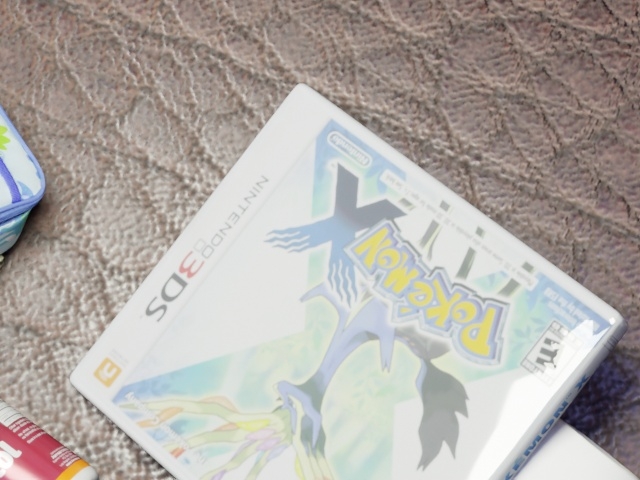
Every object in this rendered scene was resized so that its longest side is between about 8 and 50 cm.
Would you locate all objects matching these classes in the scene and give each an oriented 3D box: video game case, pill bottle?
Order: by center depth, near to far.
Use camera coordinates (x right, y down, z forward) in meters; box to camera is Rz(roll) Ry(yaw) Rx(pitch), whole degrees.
[{"bbox_3d":[0.012,0.085,1.467,0.329,0.036,0.300,38,90,26],"label":"video game case"},{"bbox_3d":[-0.252,0.169,1.499,0.152,0.086,0.086,35,82,9],"label":"pill bottle"}]

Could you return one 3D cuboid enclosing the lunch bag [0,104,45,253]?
[{"bbox_3d":[-0.328,-0.077,1.520,0.176,0.090,0.219,-21,70,-37],"label":"lunch bag"}]

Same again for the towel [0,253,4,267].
[{"bbox_3d":[-0.450,0.024,1.488,0.324,0.056,0.312,37,51,3],"label":"towel"}]

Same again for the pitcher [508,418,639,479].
[{"bbox_3d":[0.168,0.254,1.453,0.178,0.125,0.207,37,92,2],"label":"pitcher"}]
